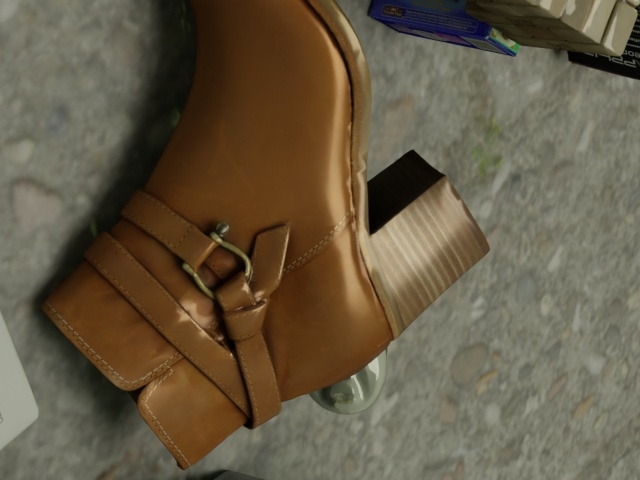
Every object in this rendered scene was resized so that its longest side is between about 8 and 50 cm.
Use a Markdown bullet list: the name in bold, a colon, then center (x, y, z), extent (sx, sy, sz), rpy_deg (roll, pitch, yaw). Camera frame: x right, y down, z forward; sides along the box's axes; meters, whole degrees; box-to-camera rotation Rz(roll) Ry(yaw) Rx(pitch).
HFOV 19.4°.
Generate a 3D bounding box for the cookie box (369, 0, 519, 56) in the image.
- **cookie box**: center (0.091, -0.176, 1.149), extent (0.040, 0.091, 0.107), rpy_deg (20, 87, -55)

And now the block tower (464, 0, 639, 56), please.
- **block tower**: center (0.033, -0.206, 0.995), extent (0.335, 0.097, 0.091), rpy_deg (25, 84, -35)

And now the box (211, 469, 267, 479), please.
- **box**: center (0.007, 0.235, 1.011), extent (0.262, 0.231, 0.127), rpy_deg (-17, 118, -74)

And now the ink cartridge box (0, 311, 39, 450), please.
- **ink cartridge box**: center (-0.272, 0.069, 0.770), extent (0.273, 0.114, 0.197), rpy_deg (-43, 133, -35)

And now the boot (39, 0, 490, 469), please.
- **boot**: center (-0.065, -0.033, 1.014), extent (0.220, 0.109, 0.283), rpy_deg (-36, 112, -4)

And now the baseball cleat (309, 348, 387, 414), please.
- **baseball cleat**: center (0.000, 0.000, 1.132), extent (0.109, 0.072, 0.206), rpy_deg (-52, 135, -74)

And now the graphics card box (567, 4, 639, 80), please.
- **graphics card box**: center (0.218, -0.300, 1.205), extent (0.233, 0.094, 0.371), rpy_deg (-58, 149, -22)
